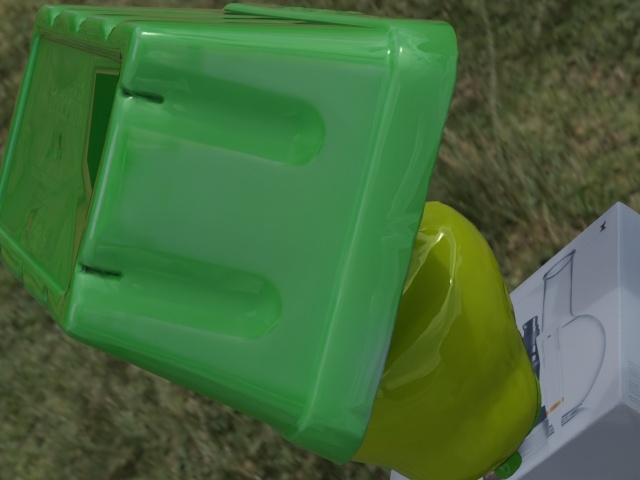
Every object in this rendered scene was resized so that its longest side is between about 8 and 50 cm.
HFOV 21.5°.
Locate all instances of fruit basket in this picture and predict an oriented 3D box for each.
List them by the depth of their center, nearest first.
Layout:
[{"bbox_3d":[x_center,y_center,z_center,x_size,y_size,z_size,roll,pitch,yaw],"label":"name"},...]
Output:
[{"bbox_3d":[0.000,0.000,1.049,0.392,0.392,0.283,17,96,30],"label":"fruit basket"}]

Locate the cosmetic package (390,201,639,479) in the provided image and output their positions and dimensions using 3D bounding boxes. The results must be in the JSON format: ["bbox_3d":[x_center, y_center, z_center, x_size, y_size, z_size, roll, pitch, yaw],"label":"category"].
[{"bbox_3d":[0.214,0.177,1.736,0.377,0.097,0.284,-45,21,36],"label":"cosmetic package"}]
